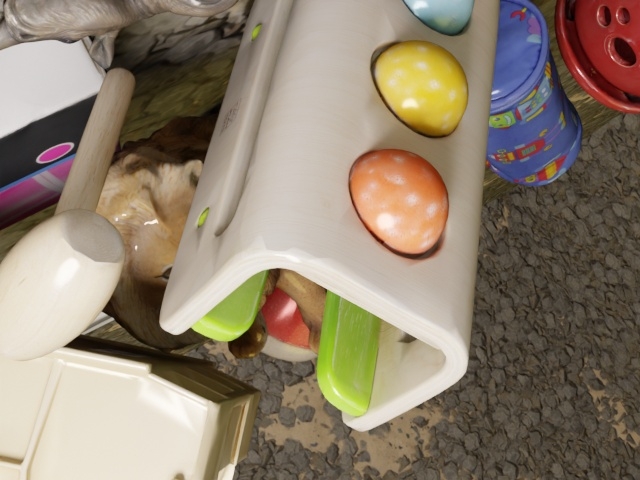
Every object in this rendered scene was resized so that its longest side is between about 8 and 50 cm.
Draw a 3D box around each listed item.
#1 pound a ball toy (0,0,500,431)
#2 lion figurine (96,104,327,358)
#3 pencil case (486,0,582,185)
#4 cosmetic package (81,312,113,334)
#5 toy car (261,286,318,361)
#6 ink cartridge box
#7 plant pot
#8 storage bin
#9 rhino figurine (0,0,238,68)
[{"bbox_3d":[-0.011,-0.057,0.590,0.136,0.208,0.319,-39,-151,43],"label":"pound a ball toy"},{"bbox_3d":[-0.025,-0.067,0.814,0.142,0.240,0.392,1,-129,31],"label":"lion figurine"},{"bbox_3d":[0.193,-0.150,1.187,0.119,0.133,0.306,-14,165,15],"label":"pencil case"},{"bbox_3d":[-0.282,0.076,1.332,0.239,0.060,0.099,-27,177,-17],"label":"cosmetic package"},{"bbox_3d":[-0.007,-0.028,1.106,0.219,0.210,0.238,19,118,-31],"label":"toy car"},{"bbox_3d":[-0.293,-0.008,0.672,0.371,0.069,0.176,-26,173,-11],"label":"ink cartridge box"},{"bbox_3d":[0.337,-0.226,1.148,0.191,0.191,0.174,-25,179,-32],"label":"plant pot"},{"bbox_3d":[-0.181,0.113,0.683,0.260,0.123,0.262,11,174,3],"label":"storage bin"},{"bbox_3d":[-0.057,-0.145,0.558,0.243,0.073,0.106,-27,-175,11],"label":"rhino figurine"}]
